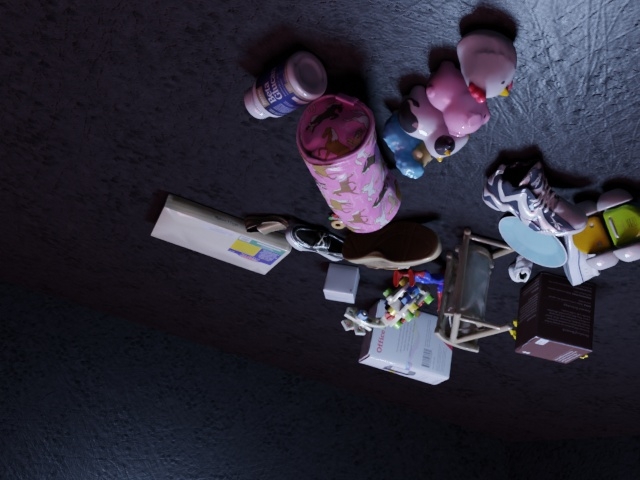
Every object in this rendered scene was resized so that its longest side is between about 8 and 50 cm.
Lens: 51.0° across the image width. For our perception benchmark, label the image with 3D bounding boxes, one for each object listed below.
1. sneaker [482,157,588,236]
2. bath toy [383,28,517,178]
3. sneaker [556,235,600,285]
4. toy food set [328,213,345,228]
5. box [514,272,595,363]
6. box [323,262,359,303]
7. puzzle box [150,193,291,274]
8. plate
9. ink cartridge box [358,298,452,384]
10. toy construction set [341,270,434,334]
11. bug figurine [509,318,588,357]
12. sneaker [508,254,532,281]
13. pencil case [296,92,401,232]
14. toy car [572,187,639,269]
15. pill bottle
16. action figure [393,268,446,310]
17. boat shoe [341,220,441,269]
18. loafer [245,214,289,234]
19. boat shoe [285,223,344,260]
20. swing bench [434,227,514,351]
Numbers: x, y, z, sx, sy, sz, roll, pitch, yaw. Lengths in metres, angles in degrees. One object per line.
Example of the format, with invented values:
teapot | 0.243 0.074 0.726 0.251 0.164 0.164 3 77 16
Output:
sneaker | 0.473 -0.100 1.448 0.235 0.094 0.153 31 162 16
bath toy | 0.242 -0.241 1.243 0.151 0.129 0.348 19 155 -13
sneaker | 0.647 0.015 1.674 0.091 0.094 0.258 -25 141 9
toy food set | 0.065 -0.055 1.875 0.083 0.020 0.082 6 155 17
box | 0.681 0.228 1.957 0.167 0.203 0.168 13 157 -1
box | 0.070 0.140 2.205 0.101 0.102 0.087 9 158 10
puzzle box | -0.317 -0.011 2.132 0.408 0.052 0.272 20 155 -16
plate | 0.534 -0.003 1.680 0.188 0.024 0.188 37 163 13
ink cartridge box | 0.315 0.368 2.428 0.306 0.226 0.131 18 155 -7
toy construction set | 0.229 0.219 2.154 0.327 0.215 0.151 -34 89 41
bug figurine | 0.780 0.339 2.314 0.279 0.072 0.216 -1 152 31
sneaker | 0.562 0.092 1.895 0.053 0.061 0.152 7 157 9
pencil case | 0.069 -0.154 1.430 0.160 0.167 0.386 -14 158 11
toy car | 0.663 -0.029 1.505 0.136 0.159 0.182 -14 171 -32
pill bottle | -0.074 -0.298 1.320 0.094 0.094 0.169 30 151 -33
action figure | 0.335 0.148 1.974 0.280 0.139 0.091 -1 179 -42
boat shoe | 0.212 0.022 1.866 0.110 0.122 0.341 27 163 -38
loafer | -0.159 -0.042 1.983 0.148 0.050 0.056 -1 153 29
boat shoe | 0.000 0.000 1.973 0.219 0.078 0.070 20 157 -34
swing bench | 0.415 0.142 1.843 0.165 0.253 0.255 15 156 -4
